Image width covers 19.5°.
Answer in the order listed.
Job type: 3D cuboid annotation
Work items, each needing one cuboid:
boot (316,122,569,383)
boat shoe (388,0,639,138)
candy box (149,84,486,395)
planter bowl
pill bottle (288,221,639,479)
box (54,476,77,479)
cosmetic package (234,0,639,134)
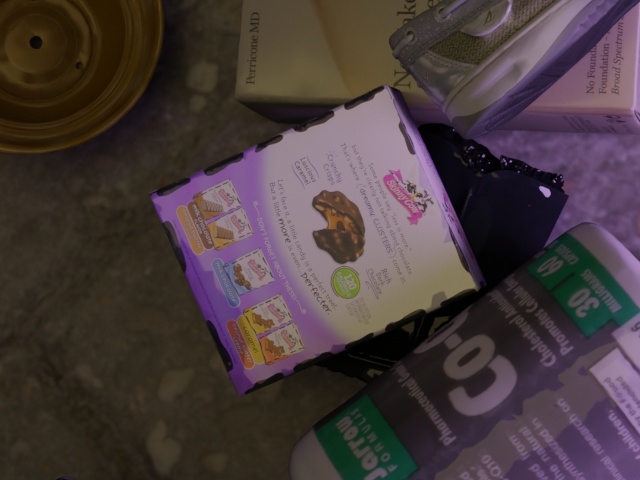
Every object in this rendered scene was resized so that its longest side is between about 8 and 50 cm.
[{"bbox_3d":[0.050,0.004,1.448,0.246,0.094,0.207,19,93,11],"label":"boot"},{"bbox_3d":[0.190,-0.210,1.306,0.320,0.118,0.103,-44,79,14],"label":"boat shoe"},{"bbox_3d":[0.000,0.000,1.372,0.196,0.070,0.165,-24,87,10],"label":"candy box"},{"bbox_3d":[-0.238,-0.172,1.540,0.217,0.090,0.217,1,84,-5],"label":"planter bowl"},{"bbox_3d":[0.109,0.170,1.310,0.361,0.204,0.204,-38,75,0],"label":"pill bottle"},{"bbox_3d":[-0.194,0.516,1.287,0.472,0.297,0.480,40,119,15],"label":"box"},{"bbox_3d":[0.100,-0.170,1.444,0.309,0.113,0.160,2,85,16],"label":"cosmetic package"}]
